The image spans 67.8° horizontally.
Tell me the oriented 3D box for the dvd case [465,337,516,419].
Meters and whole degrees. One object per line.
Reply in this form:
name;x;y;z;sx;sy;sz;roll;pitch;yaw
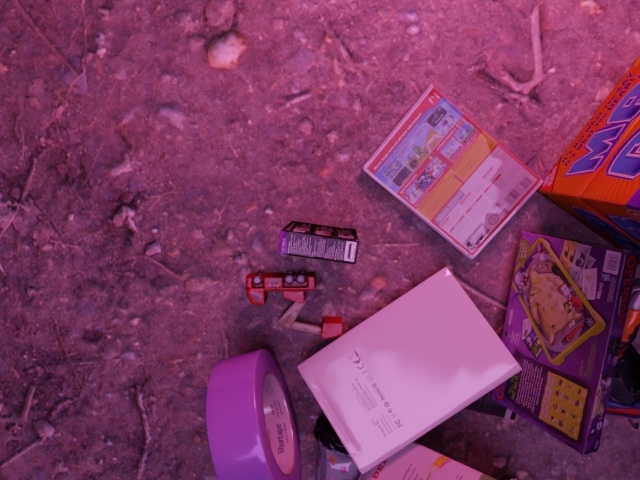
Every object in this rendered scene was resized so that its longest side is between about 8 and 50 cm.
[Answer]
dvd case;0.315;0.271;0.987;0.221;0.018;0.164;13;99;1

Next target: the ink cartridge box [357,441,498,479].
ink cartridge box;0.193;0.491;0.829;0.201;0.278;0.117;-50;119;-26

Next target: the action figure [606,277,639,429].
action figure;0.578;0.200;0.866;0.179;0.341;0.330;-32;109;-34

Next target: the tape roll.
tape roll;-0.116;0.348;0.887;0.090;0.275;0.274;-17;99;5

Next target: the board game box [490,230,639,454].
board game box;0.426;0.168;0.858;0.056;0.208;0.346;2;99;-31

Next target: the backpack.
backpack;0.050;0.472;0.982;0.152;0.115;0.181;9;99;0

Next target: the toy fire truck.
toy fire truck;-0.053;0.129;0.962;0.192;0.047;0.135;-2;99;2

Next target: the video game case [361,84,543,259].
video game case;0.252;-0.126;0.918;0.285;0.025;0.204;39;99;-5

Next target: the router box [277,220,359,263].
router box;0.000;0.000;0.872;0.133;0.179;0.046;8;98;2

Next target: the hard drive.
hard drive;0.164;0.245;0.920;0.353;0.047;0.233;-34;75;2

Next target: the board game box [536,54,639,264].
board game box;0.652;-0.111;0.736;0.357;0.356;0.356;34;99;-4

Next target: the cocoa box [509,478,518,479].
cocoa box;0.300;0.652;0.902;0.347;0.231;0.228;-34;52;7
